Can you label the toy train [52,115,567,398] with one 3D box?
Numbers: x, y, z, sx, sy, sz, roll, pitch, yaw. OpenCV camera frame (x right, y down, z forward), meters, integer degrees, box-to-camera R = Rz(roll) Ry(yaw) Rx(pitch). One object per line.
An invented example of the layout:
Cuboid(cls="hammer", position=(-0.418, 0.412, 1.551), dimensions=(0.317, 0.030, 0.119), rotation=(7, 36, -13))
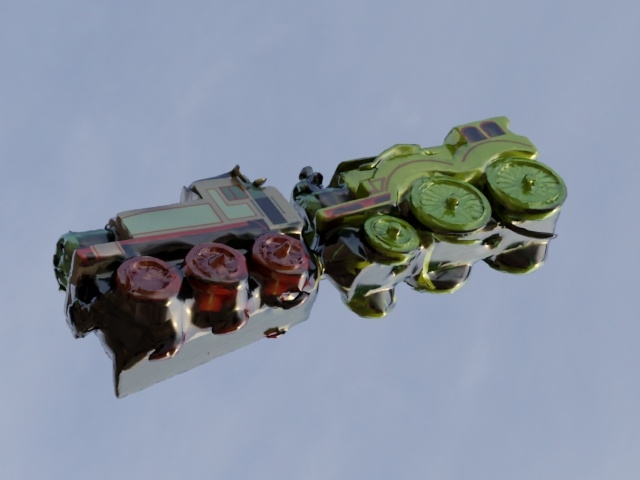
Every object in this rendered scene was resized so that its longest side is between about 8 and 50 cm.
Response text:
Cuboid(cls="toy train", position=(0.000, 0.000, 0.632), dimensions=(0.085, 0.250, 0.053), rotation=(50, -40, 34))
